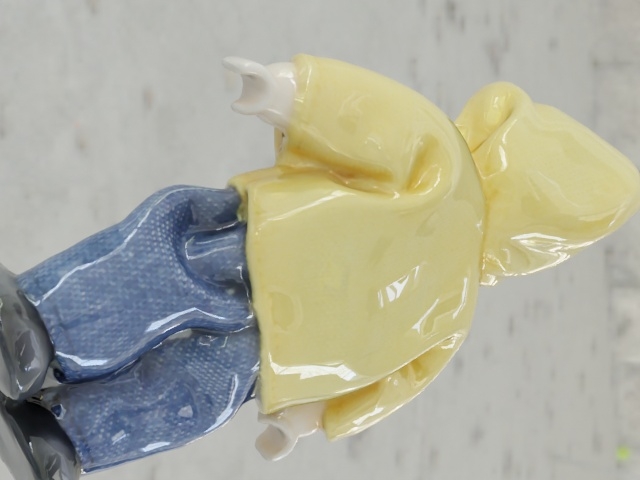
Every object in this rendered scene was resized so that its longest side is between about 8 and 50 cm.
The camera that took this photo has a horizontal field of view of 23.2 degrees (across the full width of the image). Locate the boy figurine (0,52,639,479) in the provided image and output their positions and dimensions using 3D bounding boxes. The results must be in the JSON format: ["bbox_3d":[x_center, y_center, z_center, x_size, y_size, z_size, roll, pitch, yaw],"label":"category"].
[{"bbox_3d":[0.000,0.000,0.615,0.285,0.092,0.177,-23,124,-21],"label":"boy figurine"}]
